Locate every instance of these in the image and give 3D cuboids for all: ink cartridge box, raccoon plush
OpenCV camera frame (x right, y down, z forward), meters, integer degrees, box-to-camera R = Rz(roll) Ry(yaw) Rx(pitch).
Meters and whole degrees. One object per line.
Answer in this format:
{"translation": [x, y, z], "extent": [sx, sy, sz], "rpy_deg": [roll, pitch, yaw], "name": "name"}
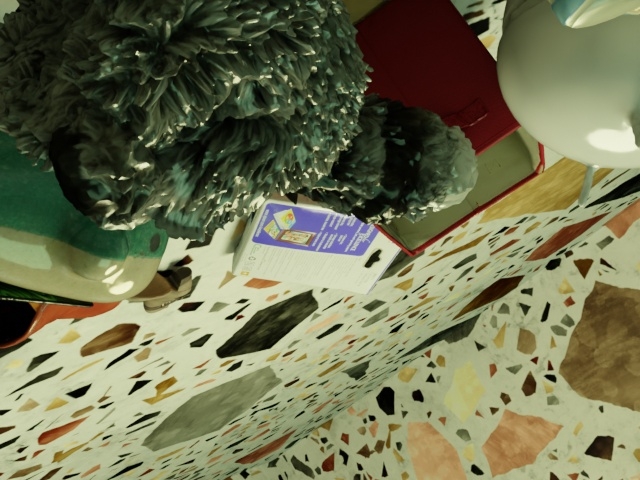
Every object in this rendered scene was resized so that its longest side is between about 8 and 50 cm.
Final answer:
{"translation": [0.000, 0.000, 1.081], "extent": [0.208, 0.045, 0.206], "rpy_deg": [10, 147, -14], "name": "ink cartridge box"}
{"translation": [-0.005, -0.177, 0.508], "extent": [0.446, 0.216, 0.299], "rpy_deg": [-5, 145, -43], "name": "raccoon plush"}

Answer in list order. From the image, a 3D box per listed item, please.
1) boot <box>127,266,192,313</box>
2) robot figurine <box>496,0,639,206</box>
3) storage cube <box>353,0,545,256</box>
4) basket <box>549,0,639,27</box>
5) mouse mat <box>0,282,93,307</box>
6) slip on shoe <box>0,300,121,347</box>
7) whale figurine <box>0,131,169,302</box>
{"translation": [-0.225, 0.074, 1.078], "extent": [0.118, 0.042, 0.087], "rpy_deg": [-16, 158, -36], "name": "boot"}
{"translation": [0.258, -0.209, 0.647], "extent": [0.199, 0.354, 0.300], "rpy_deg": [9, 162, 15], "name": "robot figurine"}
{"translation": [0.105, -0.124, 0.840], "extent": [0.183, 0.193, 0.215], "rpy_deg": [-34, 160, 9], "name": "storage cube"}
{"translation": [0.169, -0.269, 0.400], "extent": [0.254, 0.289, 0.201], "rpy_deg": [-18, 161, -22], "name": "basket"}
{"translation": [-0.296, 0.013, 0.643], "extent": [0.007, 0.189, 0.152], "rpy_deg": [-67, 157, 1], "name": "mouse mat"}
{"translation": [-0.320, 0.064, 0.823], "extent": [0.123, 0.101, 0.331], "rpy_deg": [-38, 161, 17], "name": "slip on shoe"}
{"translation": [-0.229, -0.040, 0.608], "extent": [0.272, 0.216, 0.141], "rpy_deg": [18, 92, -63], "name": "whale figurine"}
